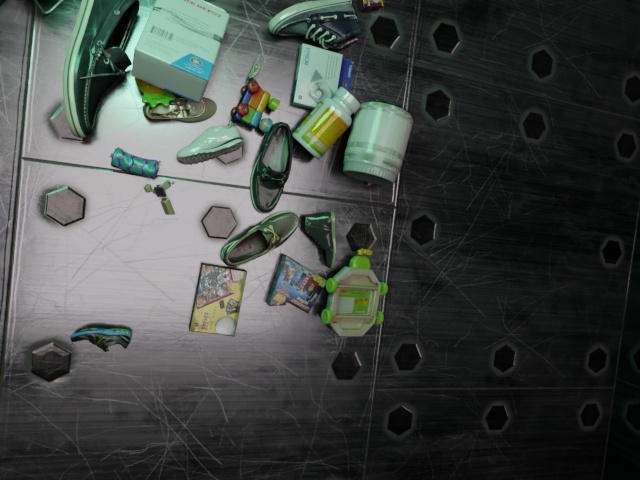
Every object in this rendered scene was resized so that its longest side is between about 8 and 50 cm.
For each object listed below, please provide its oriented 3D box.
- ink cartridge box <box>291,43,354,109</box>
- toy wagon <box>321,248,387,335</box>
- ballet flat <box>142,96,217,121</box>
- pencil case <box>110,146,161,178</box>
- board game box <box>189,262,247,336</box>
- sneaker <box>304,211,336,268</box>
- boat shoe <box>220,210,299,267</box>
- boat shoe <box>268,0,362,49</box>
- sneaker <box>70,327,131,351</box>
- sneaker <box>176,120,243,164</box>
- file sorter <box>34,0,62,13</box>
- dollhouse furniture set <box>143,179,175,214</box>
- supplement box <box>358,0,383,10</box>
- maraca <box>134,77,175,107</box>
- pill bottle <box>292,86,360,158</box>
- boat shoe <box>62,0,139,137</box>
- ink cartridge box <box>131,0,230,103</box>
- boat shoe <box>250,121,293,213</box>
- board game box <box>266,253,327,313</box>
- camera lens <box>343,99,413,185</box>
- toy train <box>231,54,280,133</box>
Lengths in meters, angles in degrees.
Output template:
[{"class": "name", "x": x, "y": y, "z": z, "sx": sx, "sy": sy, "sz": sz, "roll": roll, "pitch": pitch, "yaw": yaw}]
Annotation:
[{"class": "ink cartridge box", "x": 0.017, "y": -0.596, "z": 1.767, "sx": 0.224, "sy": 0.045, "sz": 0.223, "roll": 8, "pitch": 91, "yaw": -19}, {"class": "toy wagon", "x": 0.139, "y": 0.200, "z": 1.835, "sx": 0.267, "sy": 0.068, "sz": 0.344, "roll": 7, "pitch": 92, "yaw": -32}, {"class": "ballet flat", "x": -0.472, "y": -0.446, "z": 1.598, "sx": 0.248, "sy": 0.086, "sz": 0.086, "roll": -11, "pitch": 97, "yaw": -18}, {"class": "pencil case", "x": -0.618, "y": -0.258, "z": 1.572, "sx": 0.152, "sy": 0.064, "sz": 0.070, "roll": 17, "pitch": 105, "yaw": -19}, {"class": "board game box", "x": -0.369, "y": 0.214, "z": 1.701, "sx": 0.165, "sy": 0.042, "sz": 0.243, "roll": 11, "pitch": 91, "yaw": -19}, {"class": "sneaker", "x": 0.000, "y": 0.000, "z": 1.800, "sx": 0.118, "sy": 0.083, "sz": 0.222, "roll": -2, "pitch": 102, "yaw": 1}, {"class": "boat shoe", "x": -0.208, "y": -0.005, "z": 1.709, "sx": 0.324, "sy": 0.097, "sz": 0.116, "roll": -30, "pitch": 102, "yaw": -14}, {"class": "boat shoe", "x": -0.007, "y": -0.762, "z": 1.699, "sx": 0.341, "sy": 0.127, "sz": 0.158, "roll": -24, "pitch": 91, "yaw": -16}, {"class": "sneaker", "x": -0.734, "y": 0.333, "z": 1.575, "sx": 0.188, "sy": 0.067, "sz": 0.078, "roll": 7, "pitch": 85, "yaw": -22}, {"class": "sneaker", "x": -0.392, "y": -0.338, "z": 1.641, "sx": 0.235, "sy": 0.090, "sz": 0.094, "roll": -23, "pitch": 88, "yaw": -19}, {"class": "file sorter", "x": -0.881, "y": -0.851, "z": 1.384, "sx": 0.278, "sy": 0.173, "sz": 0.193, "roll": 42, "pitch": 82, "yaw": -16}, {"class": "dollhouse furniture set", "x": -0.537, "y": -0.152, "z": 1.636, "sx": 0.081, "sy": 0.091, "sz": 0.114, "roll": -54, "pitch": 140, "yaw": -49}, {"class": "supplement box", "x": 0.192, "y": -0.915, "z": 1.803, "sx": 0.083, "sy": 0.043, "sz": 0.055, "roll": -15, "pitch": 100, "yaw": -16}, {"class": "maraca", "x": -0.540, "y": -0.517, "z": 1.548, "sx": 0.127, "sy": 0.099, "sz": 0.185, "roll": -12, "pitch": 73, "yaw": -12}, {"class": "pill bottle", "x": 0.026, "y": -0.426, "z": 1.704, "sx": 0.136, "sy": 0.136, "sz": 0.245, "roll": 41, "pitch": 98, "yaw": -17}, {"class": "boat shoe", "x": -0.680, "y": -0.561, "z": 1.470, "sx": 0.156, "sy": 0.187, "sz": 0.500, "roll": 12, "pitch": 85, "yaw": -13}, {"class": "ink cartridge box", "x": -0.442, "y": -0.629, "z": 1.509, "sx": 0.223, "sy": 0.129, "sz": 0.307, "roll": 19, "pitch": 61, "yaw": -19}, {"class": "boat shoe", "x": -0.166, "y": -0.264, "z": 1.695, "sx": 0.127, "sy": 0.113, "sz": 0.340, "roll": 18, "pitch": 88, "yaw": -18}, {"class": "board game box", "x": -0.107, "y": 0.183, "z": 1.776, "sx": 0.194, "sy": 0.060, "sz": 0.194, "roll": 34, "pitch": 84, "yaw": -18}, {"class": "camera lens", "x": 0.212, "y": -0.364, "z": 1.757, "sx": 0.219, "sy": 0.219, "sz": 0.274, "roll": 15, "pitch": 89, "yaw": -19}, {"class": "toy train", "x": -0.204, "y": -0.514, "z": 1.674, "sx": 0.143, "sy": 0.105, "sz": 0.248, "roll": 26, "pitch": 86, "yaw": -25}]
